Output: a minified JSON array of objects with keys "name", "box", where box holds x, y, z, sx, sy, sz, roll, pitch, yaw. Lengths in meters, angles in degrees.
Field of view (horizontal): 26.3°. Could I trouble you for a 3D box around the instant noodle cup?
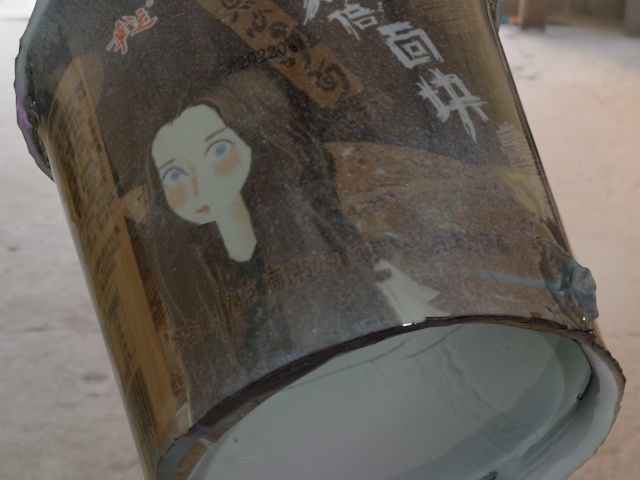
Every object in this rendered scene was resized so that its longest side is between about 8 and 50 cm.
[{"name":"instant noodle cup","box":[0.000,0.000,0.531,0.217,0.217,0.207,-5,53,-16]}]
